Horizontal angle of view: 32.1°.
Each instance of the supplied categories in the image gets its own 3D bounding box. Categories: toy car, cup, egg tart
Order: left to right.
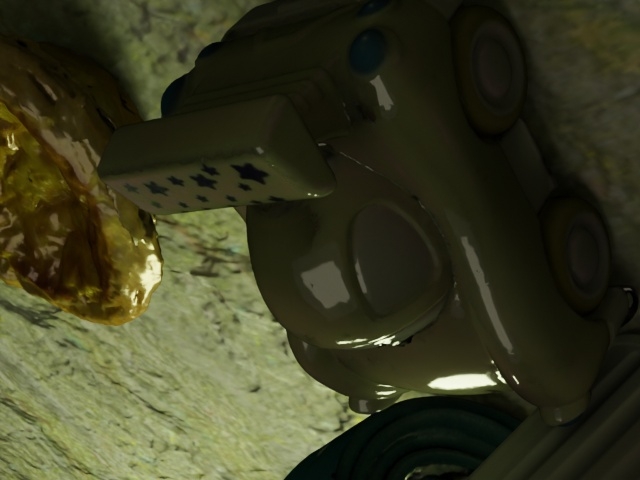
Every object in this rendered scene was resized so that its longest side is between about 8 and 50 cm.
[{"bbox_3d":[-0.258,-0.076,1.029,0.341,0.129,0.341,24,142,20],"label":"egg tart"},{"bbox_3d":[0.039,0.003,0.782,0.242,0.226,0.336,-5,124,42],"label":"toy car"},{"bbox_3d":[0.227,0.207,0.822,0.221,0.202,0.167,41,147,26],"label":"cup"}]

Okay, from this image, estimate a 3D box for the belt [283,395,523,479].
[{"bbox_3d":[0.152,0.337,0.977,0.436,0.300,0.173,39,144,-2],"label":"belt"}]
